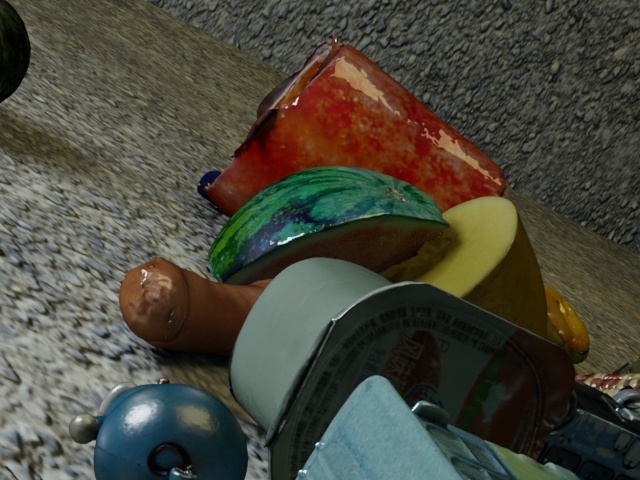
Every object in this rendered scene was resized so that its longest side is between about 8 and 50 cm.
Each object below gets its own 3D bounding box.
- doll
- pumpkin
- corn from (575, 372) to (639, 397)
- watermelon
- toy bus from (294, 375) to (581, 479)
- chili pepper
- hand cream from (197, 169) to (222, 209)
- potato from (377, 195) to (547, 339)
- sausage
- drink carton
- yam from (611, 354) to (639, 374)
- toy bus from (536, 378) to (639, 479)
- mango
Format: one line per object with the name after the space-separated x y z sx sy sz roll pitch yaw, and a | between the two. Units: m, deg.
-0.091 0.121 0.992 0.114 0.085 0.152 12 4 -17 | doll
-0.359 -0.191 1.633 0.167 0.125 0.167 39 13 -11 | pumpkin
0.273 0.160 1.619 0.079 0.079 0.237 24 -21 -35 | corn
-0.012 -0.016 1.639 0.128 0.231 0.146 67 18 9 | watermelon
0.098 0.216 0.854 0.190 0.152 0.312 26 11 -26 | toy bus
0.058 -0.061 1.840 0.305 0.251 0.229 32 36 -6 | chili pepper
-0.074 -0.033 1.960 0.163 0.039 0.062 30 6 -40 | hand cream
0.144 0.080 1.677 0.178 0.203 0.158 -9 -59 46 | potato
-0.083 0.058 1.355 0.078 0.078 0.304 34 9 22 | sausage
0.034 0.099 1.183 0.191 0.185 0.189 24 9 -25 | drink carton
0.402 0.221 1.631 0.195 0.195 0.300 26 10 -26 | yam
0.210 0.180 1.433 0.297 0.131 0.106 25 13 -28 | toy bus
0.309 0.116 2.253 0.101 0.066 0.187 35 12 -21 | mango
